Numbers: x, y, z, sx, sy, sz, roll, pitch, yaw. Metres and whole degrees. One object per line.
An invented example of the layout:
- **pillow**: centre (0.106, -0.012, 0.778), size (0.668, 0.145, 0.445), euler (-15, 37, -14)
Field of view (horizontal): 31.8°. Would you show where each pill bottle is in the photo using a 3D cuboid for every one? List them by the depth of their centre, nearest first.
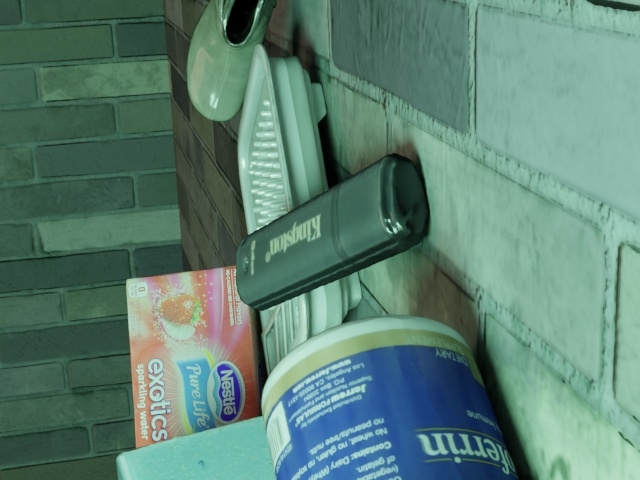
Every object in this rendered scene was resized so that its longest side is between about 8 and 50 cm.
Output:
- **pill bottle**: centre (0.058, 0.191, 0.700), size (0.153, 0.153, 0.264), euler (98, 161, -49)

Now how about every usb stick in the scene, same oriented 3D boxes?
- **usb stick**: centre (0.000, 0.000, 0.953), size (0.278, 0.045, 0.077), euler (-26, 68, 57)

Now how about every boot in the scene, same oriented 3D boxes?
- **boot**: centre (-0.095, -0.231, 1.211), size (0.161, 0.083, 0.246), euler (-93, 21, -69)

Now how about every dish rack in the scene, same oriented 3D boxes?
- **dish rack**: centre (-0.028, -0.016, 1.207), size (0.285, 0.072, 0.333), euler (111, 151, -66)

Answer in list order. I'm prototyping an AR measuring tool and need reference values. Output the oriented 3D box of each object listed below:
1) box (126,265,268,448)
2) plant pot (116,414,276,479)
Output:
- **box**: centre (-0.133, 0.194, 1.340), size (0.142, 0.154, 0.300), euler (63, -159, -73)
- **plant pot**: centre (-0.046, 0.319, 1.078), size (0.247, 0.248, 0.252), euler (111, 144, -65)
